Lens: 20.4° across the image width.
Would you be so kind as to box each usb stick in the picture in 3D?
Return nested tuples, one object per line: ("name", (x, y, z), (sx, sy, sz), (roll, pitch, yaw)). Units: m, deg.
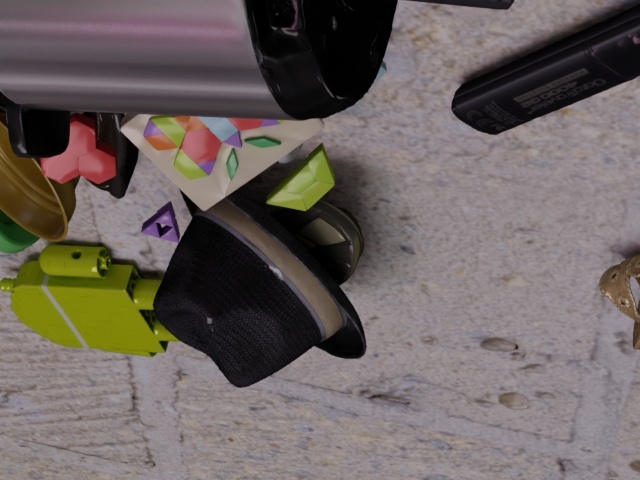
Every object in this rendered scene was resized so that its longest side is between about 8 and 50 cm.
("usb stick", (0.245, -0.167, 1.757), (0.077, 0.045, 0.278), (27, 149, -31))

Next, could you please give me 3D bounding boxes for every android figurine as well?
("android figurine", (-0.310, 0.088, 2.438), (0.272, 0.056, 0.248), (3, 147, 22))

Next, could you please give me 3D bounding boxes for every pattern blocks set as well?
("pattern blocks set", (-0.104, -0.124, 1.820), (0.285, 0.026, 0.325), (30, 119, -20))

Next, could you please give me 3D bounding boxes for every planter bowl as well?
("planter bowl", (-0.330, -0.109, 2.005), (0.217, 0.090, 0.217), (37, 153, 22))

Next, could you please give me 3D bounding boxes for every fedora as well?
("fedora", (-0.097, 0.075, 2.106), (0.334, 0.152, 0.334), (40, 167, 11))

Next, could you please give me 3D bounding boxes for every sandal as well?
("sandal", (-0.001, -0.001, 2.120), (0.120, 0.086, 0.303), (42, 167, 4))
("sandal", (0.357, 0.063, 2.039), (0.079, 0.088, 0.240), (6, 154, 5))

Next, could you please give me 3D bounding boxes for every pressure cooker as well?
("pressure cooker", (-0.164, -0.288, 1.438), (0.420, 0.370, 0.375), (3, 144, 16))

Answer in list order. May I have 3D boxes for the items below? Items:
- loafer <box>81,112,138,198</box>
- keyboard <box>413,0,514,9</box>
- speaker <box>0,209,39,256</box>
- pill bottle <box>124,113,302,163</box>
("loafer", (-0.252, -0.118, 2.044), (0.078, 0.080, 0.220), (16, 150, 0))
("keyboard", (0.030, -0.291, 1.671), (0.317, 0.033, 0.201), (7, 148, 14))
("speaker", (-0.488, -0.028, 2.264), (0.296, 0.131, 0.131), (-8, 142, 36))
("pill bottle", (-0.112, -0.142, 1.914), (0.184, 0.103, 0.103), (7, 149, 16))
